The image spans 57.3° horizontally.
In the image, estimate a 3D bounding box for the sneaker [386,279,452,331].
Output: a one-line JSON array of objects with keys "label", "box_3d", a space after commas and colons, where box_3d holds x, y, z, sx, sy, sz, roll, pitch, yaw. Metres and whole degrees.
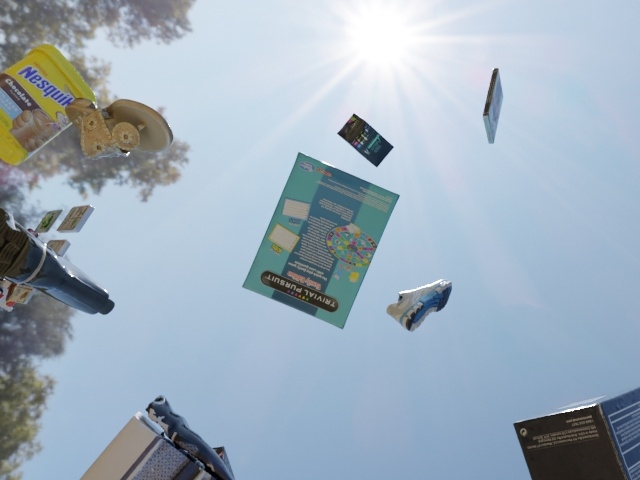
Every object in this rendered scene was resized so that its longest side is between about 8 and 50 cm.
[{"label": "sneaker", "box_3d": [0.217, 0.126, 1.288, 0.082, 0.190, 0.072, 26, -55, 37]}]

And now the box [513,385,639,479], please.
[{"label": "box", "box_3d": [0.543, 0.453, 1.105, 0.182, 0.296, 0.294, -30, -114, 37]}]

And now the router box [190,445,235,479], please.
[{"label": "router box", "box_3d": [-0.265, 0.557, 1.412, 0.092, 0.123, 0.038, -9, -153, 4]}]

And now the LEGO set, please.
[{"label": "LEGO set", "box_3d": [-0.468, 0.031, 0.984, 0.244, 0.060, 0.183, -2, -125, 46]}]

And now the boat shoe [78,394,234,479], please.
[{"label": "boat shoe", "box_3d": [-0.196, 0.315, 0.494, 0.341, 0.158, 0.127, -51, -178, -19]}]

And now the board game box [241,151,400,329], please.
[{"label": "board game box", "box_3d": [0.000, 0.000, 1.366, 0.079, 0.253, 0.336, -133, -113, -88]}]

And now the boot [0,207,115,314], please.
[{"label": "boot", "box_3d": [-0.360, 0.035, 0.747, 0.197, 0.137, 0.077, 27, -102, 45]}]

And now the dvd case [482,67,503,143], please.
[{"label": "dvd case", "box_3d": [0.340, -0.264, 1.150, 0.013, 0.087, 0.120, 7, -116, 28]}]

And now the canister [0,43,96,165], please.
[{"label": "canister", "box_3d": [-0.452, -0.211, 0.913, 0.073, 0.126, 0.170, -13, -147, 39]}]

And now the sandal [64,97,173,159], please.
[{"label": "sandal", "box_3d": [-0.301, -0.142, 0.813, 0.240, 0.088, 0.079, 17, -123, 39]}]

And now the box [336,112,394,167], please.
[{"label": "box", "box_3d": [0.083, -0.186, 1.084, 0.052, 0.083, 0.062, -50, -153, 8]}]
